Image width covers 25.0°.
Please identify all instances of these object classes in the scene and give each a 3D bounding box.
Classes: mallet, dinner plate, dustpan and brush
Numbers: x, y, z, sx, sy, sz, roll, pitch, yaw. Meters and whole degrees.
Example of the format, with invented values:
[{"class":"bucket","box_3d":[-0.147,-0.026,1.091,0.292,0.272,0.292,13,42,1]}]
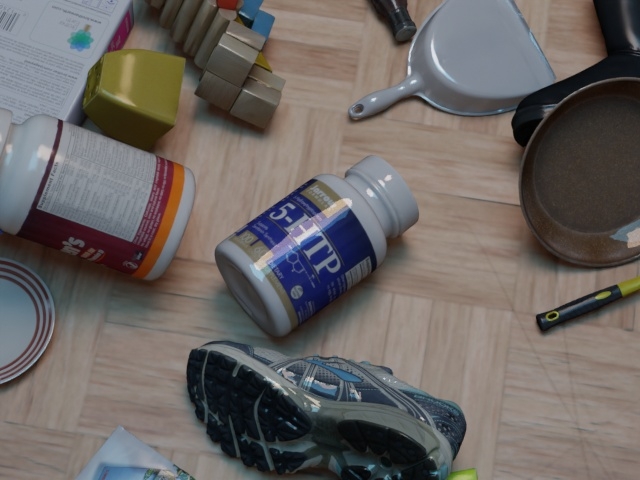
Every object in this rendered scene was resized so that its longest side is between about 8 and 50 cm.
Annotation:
[{"class":"mallet","box_3d":[0.302,0.040,1.450,0.189,0.039,0.062,-15,66,-3]},{"class":"dinner plate","box_3d":[-0.333,0.082,1.433,0.141,0.017,0.141,1,64,-1]},{"class":"dustpan and brush","box_3d":[0.127,-0.182,1.550,0.211,0.060,0.147,-24,79,-19]}]

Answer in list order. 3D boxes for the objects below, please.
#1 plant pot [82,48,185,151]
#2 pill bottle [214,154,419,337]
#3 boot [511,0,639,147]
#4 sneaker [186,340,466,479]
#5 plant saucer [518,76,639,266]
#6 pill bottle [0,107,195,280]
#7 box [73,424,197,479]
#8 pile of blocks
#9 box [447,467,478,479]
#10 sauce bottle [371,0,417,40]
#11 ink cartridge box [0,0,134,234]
[{"class":"plant pot","box_3d":[-0.198,-0.152,1.494,0.083,0.081,0.081,17,65,-25]},{"class":"pill bottle","box_3d":[0.000,0.000,1.423,0.186,0.112,0.112,-36,69,-17]},{"class":"boot","box_3d":[0.304,-0.202,1.531,0.246,0.094,0.207,-4,67,-10]},{"class":"sneaker","box_3d":[0.005,0.160,1.365,0.283,0.110,0.122,20,31,23]},{"class":"plant saucer","box_3d":[0.287,-0.071,1.446,0.198,0.198,0.036,-14,23,-7]},{"class":"pill bottle","box_3d":[-0.242,-0.050,1.399,0.221,0.121,0.121,20,63,-18]},{"class":"box","box_3d":[-0.191,0.306,1.308,0.159,0.044,0.233,33,68,15]},{"class":"pile of blocks","box_3d":[-0.123,-0.296,1.543,0.149,0.112,0.362,-24,71,-36]},{"class":"box","box_3d":[0.064,0.276,1.324,0.178,0.042,0.109,-8,63,-4]},{"class":"sauce bottle","box_3d":[0.072,-0.279,1.599,0.042,0.042,0.128,-20,64,-10]},{"class":"ink cartridge box","box_3d":[-0.342,-0.153,1.523,0.186,0.065,0.311,20,63,7]}]
